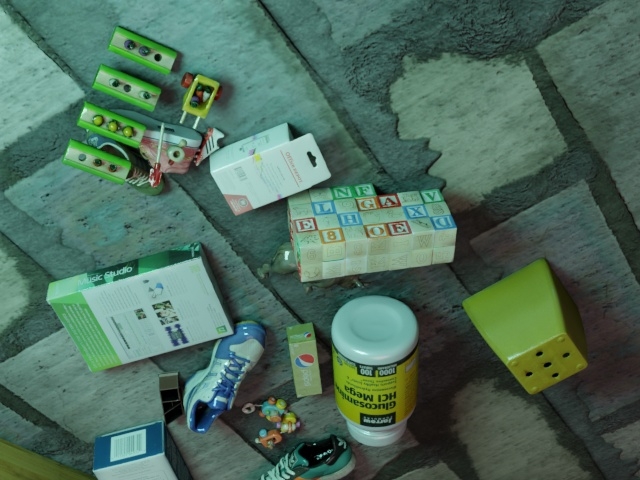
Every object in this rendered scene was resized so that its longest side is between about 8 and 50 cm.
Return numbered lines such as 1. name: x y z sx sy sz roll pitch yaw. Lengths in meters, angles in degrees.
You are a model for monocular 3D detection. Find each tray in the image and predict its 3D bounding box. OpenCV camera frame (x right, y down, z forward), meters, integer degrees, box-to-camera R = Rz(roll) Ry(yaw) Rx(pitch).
1. tray: -0.647 0.604 2.061 0.076 0.203 0.411 -41 125 20

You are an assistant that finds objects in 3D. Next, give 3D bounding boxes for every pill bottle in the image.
1. pill bottle: 0.123 0.299 1.967 0.187 0.188 0.334 -8 130 -4

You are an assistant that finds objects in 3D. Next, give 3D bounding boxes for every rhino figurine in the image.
1. rhino figurine: 0.001 0.063 1.806 0.243 0.073 0.106 17 148 -25

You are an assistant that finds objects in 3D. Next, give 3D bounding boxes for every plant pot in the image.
1. plant pot: 0.472 0.207 1.961 0.212 0.187 0.212 -31 128 14

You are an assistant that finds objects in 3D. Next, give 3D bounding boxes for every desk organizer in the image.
1. desk organizer: -0.339 0.361 2.019 0.047 0.050 0.130 -6 130 -6

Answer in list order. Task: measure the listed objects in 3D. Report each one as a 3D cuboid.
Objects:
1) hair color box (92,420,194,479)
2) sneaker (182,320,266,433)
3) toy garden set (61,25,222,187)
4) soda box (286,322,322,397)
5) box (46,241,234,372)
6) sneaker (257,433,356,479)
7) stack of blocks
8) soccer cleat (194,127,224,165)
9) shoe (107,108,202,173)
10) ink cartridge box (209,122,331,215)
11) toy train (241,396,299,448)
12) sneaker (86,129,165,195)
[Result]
1. hair color box: -0.412 0.600 2.167 0.173 0.105 0.347 -14 130 1
2. sneaker: -0.203 0.307 1.951 0.112 0.131 0.296 22 121 -24
3. toy garden set: -0.291 -0.205 1.494 0.203 0.049 0.244 21 96 -25
4. soda box: -0.036 0.271 1.999 0.061 0.058 0.181 -9 130 -4
5. box: -0.365 0.142 1.832 0.322 0.058 0.232 -16 130 1
6. sneaker: -0.066 0.571 2.217 0.302 0.108 0.121 -28 128 2
7. stack of blocks: 0.093 -0.026 1.705 0.297 0.171 0.087 -7 130 -7
8. soccer cleat: -0.205 -0.168 1.623 0.035 0.029 0.083 20 118 -20
9. shoe: -0.305 -0.172 1.576 0.178 0.063 0.081 13 120 -26
10. ink cartridge box: -0.092 -0.138 1.644 0.198 0.067 0.115 -20 130 8
11. toy train: -0.118 0.447 2.136 0.125 0.046 0.166 -20 130 6
12. sneaker: -0.351 -0.128 1.589 0.064 0.086 0.192 -30 128 14
